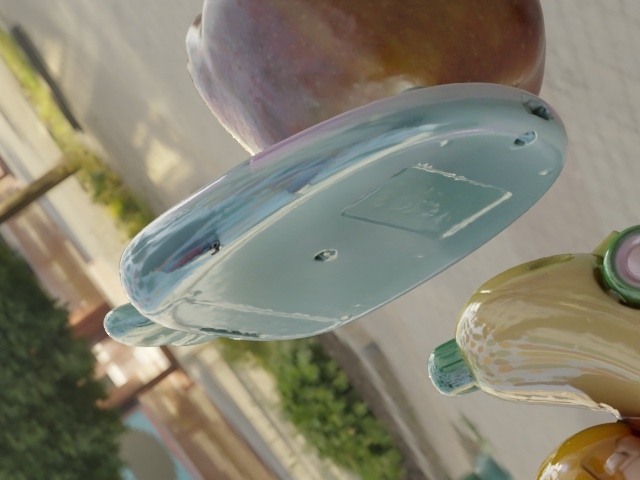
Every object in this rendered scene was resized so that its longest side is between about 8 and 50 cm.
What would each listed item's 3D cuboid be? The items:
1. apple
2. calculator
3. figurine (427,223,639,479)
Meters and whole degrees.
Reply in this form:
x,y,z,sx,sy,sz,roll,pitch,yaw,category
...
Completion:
x,y,z,sx,sy,sz,roll,pitch,yaw,category
0.046,-0.166,1.313,0.317,0.288,0.288,31,164,12,apple
0.000,0.000,0.784,0.185,0.299,0.041,12,-125,-48,calculator
0.223,0.131,0.968,0.324,0.222,0.124,40,172,28,figurine
